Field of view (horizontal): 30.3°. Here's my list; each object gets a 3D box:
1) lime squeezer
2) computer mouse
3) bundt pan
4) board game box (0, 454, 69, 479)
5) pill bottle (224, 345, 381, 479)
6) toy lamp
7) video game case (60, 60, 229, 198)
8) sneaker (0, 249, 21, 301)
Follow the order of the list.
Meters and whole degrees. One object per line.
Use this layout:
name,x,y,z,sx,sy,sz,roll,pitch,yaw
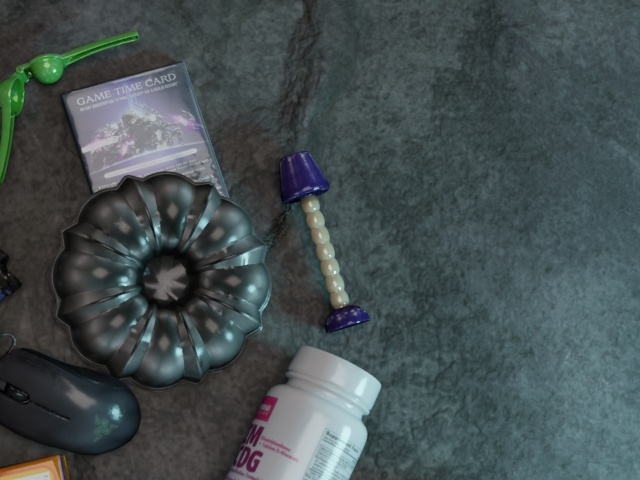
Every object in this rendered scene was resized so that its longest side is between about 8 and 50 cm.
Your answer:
lime squeezer,-0.409,-0.228,1.747,0.110,0.059,0.310,29,70,32
computer mouse,-0.386,0.231,1.643,0.272,0.072,0.188,16,98,-7
bundt pan,-0.221,0.057,1.693,0.331,0.124,0.330,1,87,-13
board game box,-0.462,0.479,1.463,0.356,0.356,0.356,-11,82,-13
pill bottle,-0.032,0.304,1.683,0.160,0.160,0.283,28,75,-5
toy lamp,0.000,0.000,1.789,0.080,0.080,0.274,-16,82,-14
video game case,-0.258,-0.119,1.787,0.196,0.026,0.274,-17,83,-14
sneaker,-0.469,0.084,1.689,0.085,0.058,0.152,-11,75,-4
